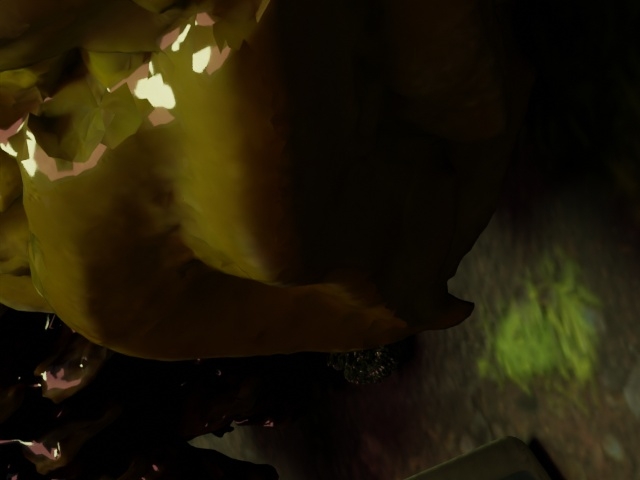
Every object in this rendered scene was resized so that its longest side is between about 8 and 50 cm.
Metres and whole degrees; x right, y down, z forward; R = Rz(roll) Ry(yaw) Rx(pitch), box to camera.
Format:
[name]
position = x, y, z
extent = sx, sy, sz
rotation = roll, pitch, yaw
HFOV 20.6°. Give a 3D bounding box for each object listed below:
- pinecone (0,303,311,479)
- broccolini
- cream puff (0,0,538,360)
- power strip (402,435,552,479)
[pinecone]
position = -0.129, 0.032, 0.815
extent = 0.243, 0.243, 0.257
rotation = 32, 153, 51
[broccolini]
position = 0.000, 0.000, 0.776
extent = 0.035, 0.030, 0.140
rotation = -53, 54, 47
[cream puff]
position = -0.061, -0.096, 0.603
extent = 0.324, 0.291, 0.257
rotation = -3, 131, 36
[power strip]
position = 0.115, 0.225, 0.598
extent = 0.367, 0.106, 0.043
rotation = 55, 153, 30
